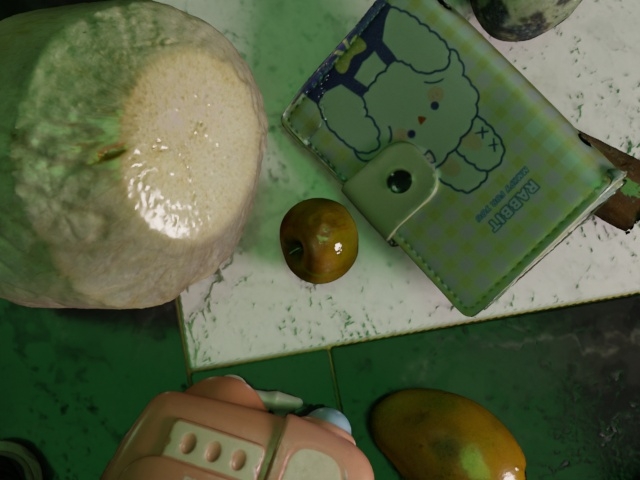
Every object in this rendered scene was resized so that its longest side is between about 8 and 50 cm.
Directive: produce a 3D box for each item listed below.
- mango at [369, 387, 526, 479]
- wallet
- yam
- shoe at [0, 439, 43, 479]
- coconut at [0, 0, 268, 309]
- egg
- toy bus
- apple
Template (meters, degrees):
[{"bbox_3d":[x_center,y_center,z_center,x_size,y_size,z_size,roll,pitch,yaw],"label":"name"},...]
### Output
[{"bbox_3d":[0.131,0.208,0.984,0.111,0.089,0.163,-39,77,-7],"label":"mango"},{"bbox_3d":[0.126,-0.099,1.003,0.223,0.077,0.309,-46,75,16],"label":"wallet"},{"bbox_3d":[0.289,-0.069,1.036,0.127,0.084,0.084,31,81,3],"label":"yam"},{"bbox_3d":[-0.308,0.305,0.933,0.099,0.112,0.227,-8,81,-6],"label":"shoe"},{"bbox_3d":[-0.213,-0.082,0.917,0.329,0.329,0.328,0,82,-3],"label":"coconut"},{"bbox_3d":[0.225,-0.296,1.036,0.141,0.141,0.181,28,90,1],"label":"egg"},{"bbox_3d":[-0.072,0.253,0.927,0.288,0.194,0.232,17,69,0],"label":"toy bus"},{"bbox_3d":[0.000,0.000,1.006,0.075,0.089,0.089,-14,83,-18],"label":"apple"}]
